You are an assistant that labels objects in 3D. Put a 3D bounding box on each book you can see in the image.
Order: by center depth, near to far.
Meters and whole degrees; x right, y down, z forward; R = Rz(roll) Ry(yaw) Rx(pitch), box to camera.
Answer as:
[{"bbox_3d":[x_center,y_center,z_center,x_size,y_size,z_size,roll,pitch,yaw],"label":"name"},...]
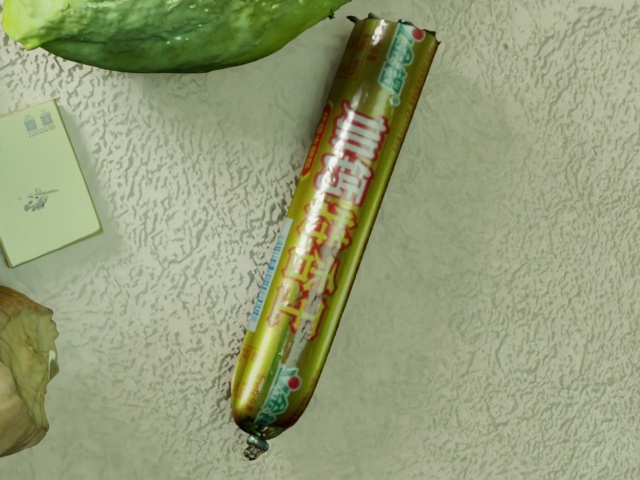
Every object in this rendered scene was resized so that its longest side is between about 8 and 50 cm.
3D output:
[{"bbox_3d":[-0.217,-0.043,0.992,0.077,0.014,0.111,-22,103,-19],"label":"book"}]

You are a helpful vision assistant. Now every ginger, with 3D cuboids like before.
[{"bbox_3d":[-0.294,0.115,0.870,0.276,0.221,0.130,-36,124,-26],"label":"ginger"}]

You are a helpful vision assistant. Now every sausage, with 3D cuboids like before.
[{"bbox_3d":[0.000,0.000,1.062,0.082,0.082,0.371,20,87,-24],"label":"sausage"}]

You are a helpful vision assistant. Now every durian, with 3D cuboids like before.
[{"bbox_3d":[-0.106,-0.171,0.963,0.250,0.139,0.101,0,98,-25],"label":"durian"}]
